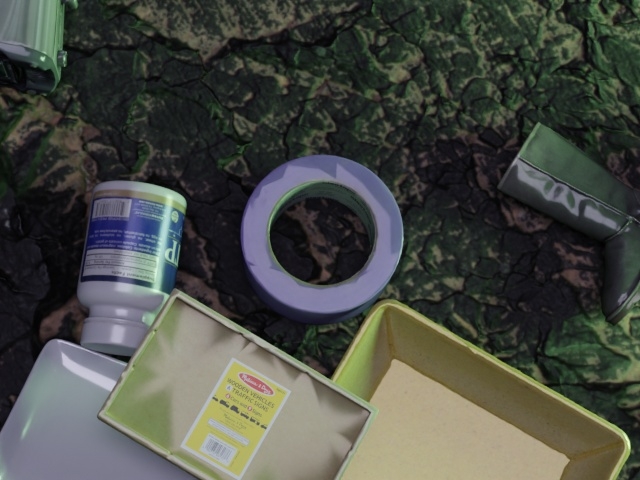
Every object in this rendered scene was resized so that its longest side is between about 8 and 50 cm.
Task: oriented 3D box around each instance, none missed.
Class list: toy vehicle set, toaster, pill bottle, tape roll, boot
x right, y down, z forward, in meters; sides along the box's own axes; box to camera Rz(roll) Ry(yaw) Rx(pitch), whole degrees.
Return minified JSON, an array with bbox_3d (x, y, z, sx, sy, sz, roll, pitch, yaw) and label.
[{"bbox_3d":[-0.090,0.191,1.674,0.267,0.035,0.166,31,77,3],"label":"toy vehicle set"},{"bbox_3d":[-0.405,-0.266,1.805,0.227,0.129,0.146,7,73,1],"label":"toaster"},{"bbox_3d":[-0.220,0.034,1.750,0.112,0.112,0.187,8,77,-1],"label":"pill bottle"},{"bbox_3d":[0.000,0.000,1.788,0.189,0.080,0.189,1,76,-4],"label":"tape roll"},{"bbox_3d":[0.305,-0.022,1.813,0.208,0.076,0.190,31,63,-3],"label":"boot"}]

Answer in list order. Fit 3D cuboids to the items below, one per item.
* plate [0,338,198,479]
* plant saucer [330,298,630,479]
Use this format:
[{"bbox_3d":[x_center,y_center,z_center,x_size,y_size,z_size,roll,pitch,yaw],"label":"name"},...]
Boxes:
[{"bbox_3d":[-0.225,0.262,1.685,0.278,0.045,0.277,20,49,2],"label":"plate"},{"bbox_3d":[0.128,0.287,1.724,0.333,0.081,0.333,30,78,6],"label":"plant saucer"}]
